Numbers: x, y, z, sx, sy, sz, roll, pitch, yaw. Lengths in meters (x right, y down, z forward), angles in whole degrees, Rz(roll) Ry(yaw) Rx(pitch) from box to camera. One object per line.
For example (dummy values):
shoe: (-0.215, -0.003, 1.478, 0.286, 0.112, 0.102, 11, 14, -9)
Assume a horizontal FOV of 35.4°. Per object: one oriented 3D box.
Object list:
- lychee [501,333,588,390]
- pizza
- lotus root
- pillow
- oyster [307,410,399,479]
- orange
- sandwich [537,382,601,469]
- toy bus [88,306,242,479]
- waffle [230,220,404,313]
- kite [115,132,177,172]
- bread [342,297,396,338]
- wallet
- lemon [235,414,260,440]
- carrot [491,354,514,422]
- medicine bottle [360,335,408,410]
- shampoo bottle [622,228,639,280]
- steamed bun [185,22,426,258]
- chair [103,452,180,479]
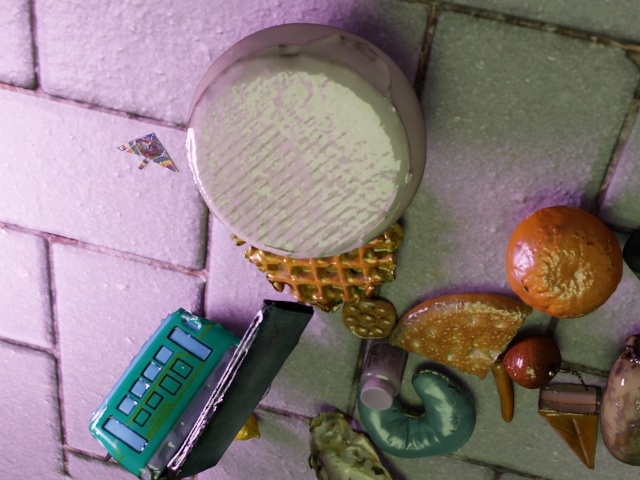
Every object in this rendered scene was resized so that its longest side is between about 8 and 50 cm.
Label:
lychee: (0.403, 0.222, 1.843, 0.140, 0.101, 0.114, -10, 159, 30)
pizza: (0.271, 0.176, 1.873, 0.292, 0.058, 0.197, -18, 118, 30)
lotus root: (0.595, 0.309, 1.826, 0.173, 0.173, 0.309, 5, 130, 13)
pillow: (0.195, 0.349, 2.019, 0.233, 0.086, 0.214, -13, 117, 23)
oyster: (0.068, 0.473, 2.165, 0.166, 0.094, 0.294, -20, 111, 8)
orange: (0.400, 0.033, 1.658, 0.193, 0.161, 0.193, 4, 116, 9)
sandwich: (0.479, 0.359, 1.944, 0.113, 0.079, 0.163, 4, 130, 16)
toy bus: (-0.293, 0.299, 1.966, 0.199, 0.343, 0.183, 33, 163, 7)
waffle: (0.000, 0.000, 1.810, 0.302, 0.068, 0.325, 36, 133, -10)
kite: (-0.312, -0.158, 1.820, 0.122, 0.004, 0.090, 26, 129, -4)
bread: (0.093, 0.148, 1.927, 0.110, 0.024, 0.110, 9, 130, 11)
wallet: (-0.148, 0.279, 1.894, 0.046, 0.191, 0.379, 34, 98, 21)
lemon: (-0.170, 0.403, 2.182, 0.092, 0.065, 0.065, 26, 131, 8)
carrot: (0.359, 0.296, 1.956, 0.037, 0.037, 0.190, -3, 128, 19)
medicine bottle: (0.121, 0.255, 1.927, 0.079, 0.140, 0.079, 8, 129, 10)
shampoo bottle: (0.620, 0.095, 1.676, 0.101, 0.101, 0.284, -29, 115, 33)
steamed bun: (-0.017, -0.163, 1.568, 0.374, 0.241, 0.374, 5, 116, 9)
chair: (-0.352, 0.438, 2.138, 0.159, 0.247, 0.172, 33, 136, -10)
